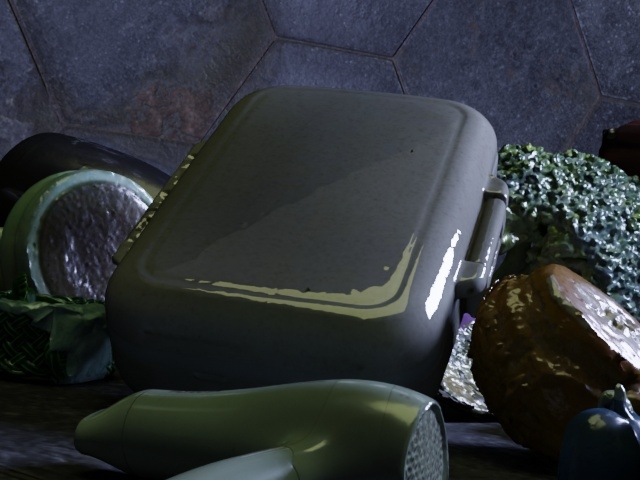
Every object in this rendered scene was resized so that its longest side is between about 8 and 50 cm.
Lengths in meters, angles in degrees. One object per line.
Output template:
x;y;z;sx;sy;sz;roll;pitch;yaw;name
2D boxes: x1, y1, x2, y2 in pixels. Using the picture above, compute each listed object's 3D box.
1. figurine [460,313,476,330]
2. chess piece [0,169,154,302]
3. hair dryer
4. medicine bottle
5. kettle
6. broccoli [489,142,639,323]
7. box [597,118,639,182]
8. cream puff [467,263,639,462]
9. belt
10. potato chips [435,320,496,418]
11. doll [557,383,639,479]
0.095;0.067;1.551;0.263;0.142;0.189;9;34;25;figurine
-0.290;0.032;1.270;0.175;0.176;0.298;6;-12;-38;chess piece
-0.074;0.114;0.578;0.206;0.075;0.237;0;5;30;hair dryer
0.000;0.000;1.004;0.282;0.123;0.375;6;32;14;medicine bottle
-0.257;-0.004;1.505;0.290;0.208;0.268;17;4;29;kettle
0.324;0.039;1.691;0.375;0.302;0.249;32;20;-14;broccoli
0.557;-0.053;1.723;0.263;0.108;0.404;50;-17;-28;box
0.175;0.095;0.900;0.165;0.115;0.150;42;22;5;cream puff
-0.222;0.066;1.019;0.121;0.079;0.151;7;2;-1;belt
0.116;0.082;1.111;0.219;0.029;0.202;19;31;-31;potato chips
0.170;0.124;0.742;0.050;0.076;0.083;7;6;40;doll
